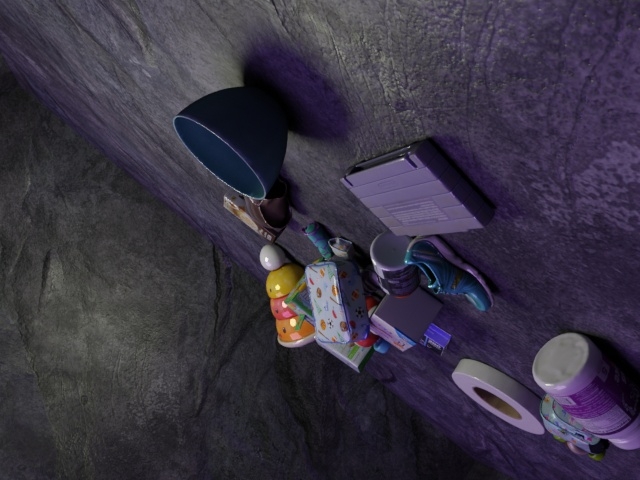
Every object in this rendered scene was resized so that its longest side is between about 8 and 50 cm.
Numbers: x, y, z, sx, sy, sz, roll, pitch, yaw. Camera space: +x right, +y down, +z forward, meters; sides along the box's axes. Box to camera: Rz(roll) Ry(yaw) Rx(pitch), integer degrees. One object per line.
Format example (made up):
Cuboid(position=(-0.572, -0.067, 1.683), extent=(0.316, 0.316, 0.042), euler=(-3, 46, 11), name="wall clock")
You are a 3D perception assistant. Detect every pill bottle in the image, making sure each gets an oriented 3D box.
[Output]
Cuboid(position=(0.683, 0.378, 1.379), extent=(0.301, 0.169, 0.169), euler=(42, 164, -15), name="pill bottle")
Cuboid(position=(0.222, 0.081, 1.612), extent=(0.130, 0.130, 0.246), euler=(30, 162, 26), name="pill bottle")

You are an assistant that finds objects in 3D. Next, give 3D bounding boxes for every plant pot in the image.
Cuboid(position=(-0.195, -0.272, 1.411), extent=(0.290, 0.195, 0.290), euler=(34, 163, 12), name="plant pot")

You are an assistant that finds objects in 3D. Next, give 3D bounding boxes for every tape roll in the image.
Cuboid(position=(0.688, 0.596, 2.141), extent=(0.392, 0.072, 0.392), euler=(35, 164, 11), name="tape roll")

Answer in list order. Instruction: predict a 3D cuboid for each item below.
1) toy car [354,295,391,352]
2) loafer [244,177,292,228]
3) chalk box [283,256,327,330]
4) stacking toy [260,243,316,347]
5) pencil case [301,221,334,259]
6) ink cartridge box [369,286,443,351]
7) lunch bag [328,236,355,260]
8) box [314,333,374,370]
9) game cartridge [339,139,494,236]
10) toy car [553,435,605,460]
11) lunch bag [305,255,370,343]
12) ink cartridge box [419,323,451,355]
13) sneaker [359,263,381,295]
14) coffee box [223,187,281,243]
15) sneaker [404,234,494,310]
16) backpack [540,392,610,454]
Cuboid(position=(0.221, 0.290, 2.130), extent=(0.219, 0.210, 0.238), euler=(30, 149, -14), name="toy car")
Cuboid(position=(-0.173, -0.144, 1.826), extent=(0.130, 0.134, 0.366), euler=(28, 161, 33), name="loafer")
Cuboid(position=(-0.028, 0.241, 2.298), extent=(0.179, 0.289, 0.180), euler=(39, 164, -6), name="chalk box")
Cuboid(position=(-0.143, 0.225, 2.622), extent=(0.480, 0.350, 0.350), euler=(60, 158, -13), name="stacking toy")
Cuboid(position=(0.000, 0.000, 1.981), extent=(0.070, 0.064, 0.152), euler=(-7, 138, 33), name="pencil case")
Cuboid(position=(0.277, 0.252, 1.897), extent=(0.171, 0.168, 0.233), euler=(35, 165, 8), name="ink cartridge box")
Cuboid(position=(0.072, 0.023, 1.918), extent=(0.083, 0.053, 0.071), euler=(19, 159, 25), name="lunch bag")
Cuboid(position=(0.142, 0.382, 2.378), extent=(0.231, 0.262, 0.127), euler=(30, 163, 21), name="box")
Cuboid(position=(0.207, -0.104, 1.269), extent=(0.230, 0.068, 0.355), euler=(39, 164, -17), name="game cartridge")
Cuboid(position=(0.797, 0.580, 1.768), extent=(0.155, 0.149, 0.188), euler=(28, 176, -4), name="toy car")
Cuboid(position=(0.051, 0.206, 1.939), extent=(0.243, 0.115, 0.303), euler=(-12, 87, 57), name="lunch bag")
Cuboid(position=(0.394, 0.350, 2.143), extent=(0.206, 0.045, 0.208), euler=(32, 162, 19), name="ink cartridge box")
Cuboid(position=(0.150, 0.180, 1.992), extent=(0.102, 0.161, 0.282), euler=(41, 163, -5), name="sneaker")
Cuboid(position=(-0.246, -0.109, 2.144), extent=(0.246, 0.098, 0.141), euler=(38, 164, 1), name="coffee box")
Cuboid(position=(0.333, 0.099, 1.463), extent=(0.275, 0.110, 0.107), euler=(39, 164, -6), name="sneaker")
Cuboid(position=(0.727, 0.490, 1.593), extent=(0.188, 0.166, 0.144), euler=(12, 149, 50), name="backpack")
